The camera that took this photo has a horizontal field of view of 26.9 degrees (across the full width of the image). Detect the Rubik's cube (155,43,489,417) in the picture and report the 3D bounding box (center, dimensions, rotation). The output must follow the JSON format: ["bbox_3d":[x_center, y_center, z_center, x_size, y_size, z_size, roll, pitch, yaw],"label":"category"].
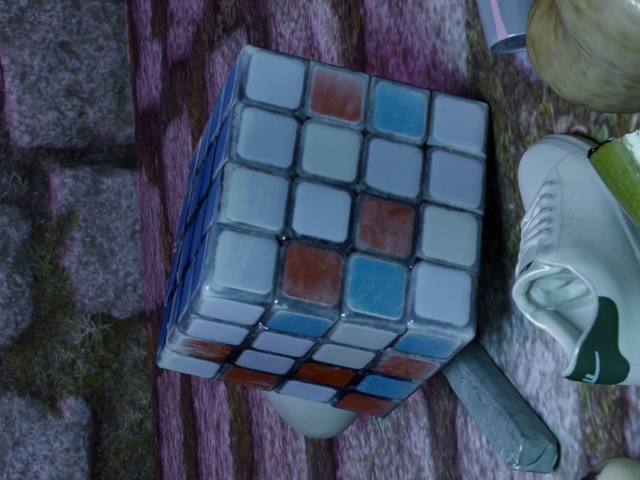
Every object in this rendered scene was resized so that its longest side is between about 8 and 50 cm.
[{"bbox_3d":[-0.001,0.000,1.296,0.256,0.253,0.259,127,152,-62],"label":"Rubik's cube"}]

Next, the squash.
[{"bbox_3d":[0.250,-0.017,0.897,0.132,0.105,0.105,71,158,10],"label":"squash"}]

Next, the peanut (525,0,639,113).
[{"bbox_3d":[0.211,-0.158,0.899,0.137,0.122,0.253,46,169,7],"label":"peanut"}]

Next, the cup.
[{"bbox_3d":[0.165,-0.222,1.160,0.104,0.074,0.116,45,-145,-82],"label":"cup"}]

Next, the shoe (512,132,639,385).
[{"bbox_3d":[0.191,0.008,1.028,0.265,0.110,0.095,-116,29,-45],"label":"shoe"}]

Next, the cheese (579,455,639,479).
[{"bbox_3d":[0.258,0.247,0.939,0.251,0.054,0.127,-145,55,-66],"label":"cheese"}]

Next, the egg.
[{"bbox_3d":[-0.008,0.128,1.571,0.151,0.151,0.209,158,107,-71],"label":"egg"}]

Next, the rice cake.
[{"bbox_3d":[0.153,0.141,1.253,0.245,0.045,0.042,-124,47,-61],"label":"rice cake"}]
